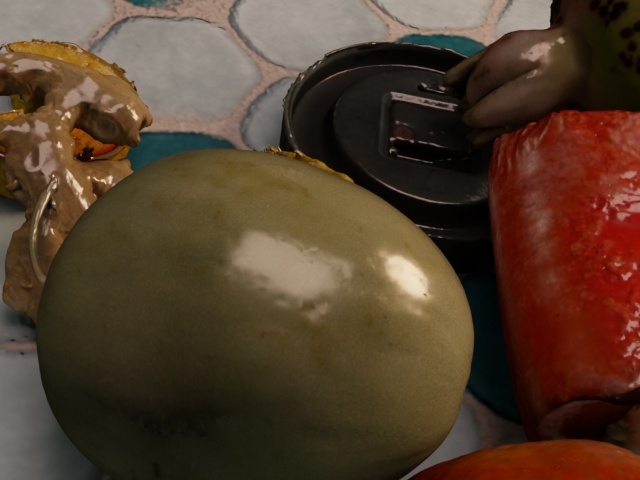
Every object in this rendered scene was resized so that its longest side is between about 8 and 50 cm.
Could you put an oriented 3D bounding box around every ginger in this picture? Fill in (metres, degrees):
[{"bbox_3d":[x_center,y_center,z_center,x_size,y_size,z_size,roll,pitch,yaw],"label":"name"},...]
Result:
[{"bbox_3d":[-0.191,-0.034,1.028,0.149,0.065,0.258,-13,78,-15],"label":"ginger"}]

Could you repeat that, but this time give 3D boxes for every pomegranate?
[{"bbox_3d":[0.278,-0.172,1.185,0.341,0.285,0.285,-14,49,-3],"label":"pomegranate"}]

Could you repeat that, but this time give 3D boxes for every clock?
[{"bbox_3d":[0.097,-0.084,1.236,0.281,0.055,0.280,8,45,-8],"label":"clock"}]

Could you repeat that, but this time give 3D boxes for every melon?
[{"bbox_3d":[-0.051,0.064,0.902,0.308,0.271,0.271,-11,44,13],"label":"melon"}]

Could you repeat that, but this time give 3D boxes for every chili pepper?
[{"bbox_3d":[0.262,0.029,1.026,0.251,0.229,0.305,-4,60,1],"label":"chili pepper"}]

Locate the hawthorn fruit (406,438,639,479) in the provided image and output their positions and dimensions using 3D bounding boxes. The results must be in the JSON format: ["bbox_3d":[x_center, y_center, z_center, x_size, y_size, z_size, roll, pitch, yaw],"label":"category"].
[{"bbox_3d":[0.116,0.221,0.841,0.262,0.210,0.210,12,44,6],"label":"hawthorn fruit"}]

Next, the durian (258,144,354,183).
[{"bbox_3d":[0.000,0.002,1.077,0.182,0.165,0.132,64,27,-4],"label":"durian"}]

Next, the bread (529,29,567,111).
[{"bbox_3d":[0.234,-0.178,1.377,0.111,0.044,0.083,25,49,11],"label":"bread"}]

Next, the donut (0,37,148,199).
[{"bbox_3d":[-0.232,-0.098,1.142,0.146,0.078,0.181,17,39,-2],"label":"donut"}]
